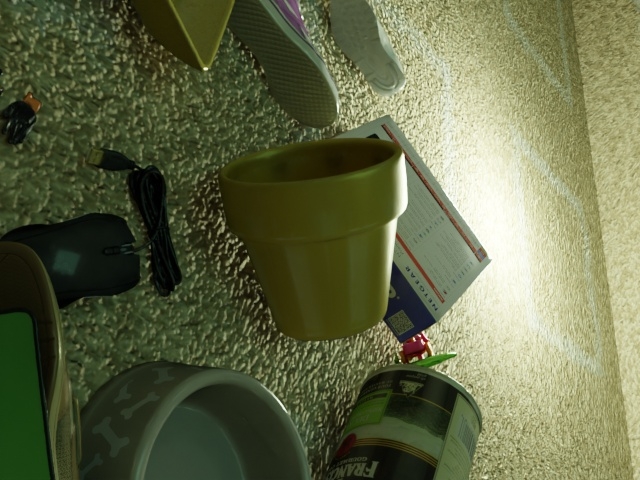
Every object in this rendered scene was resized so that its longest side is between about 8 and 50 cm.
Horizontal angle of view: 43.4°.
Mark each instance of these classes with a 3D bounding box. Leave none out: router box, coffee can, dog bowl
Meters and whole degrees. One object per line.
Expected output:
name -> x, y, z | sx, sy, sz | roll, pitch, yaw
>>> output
router box -> 0.125, -0.036, 1.366 | 0.335, 0.082, 0.301 | 55, 34, 2
coffee can -> 0.112, 0.347, 1.169 | 0.202, 0.201, 0.275 | 59, 35, -23
dog bowl -> -0.133, 0.304, 0.909 | 0.348, 0.102, 0.349 | 29, 53, -49

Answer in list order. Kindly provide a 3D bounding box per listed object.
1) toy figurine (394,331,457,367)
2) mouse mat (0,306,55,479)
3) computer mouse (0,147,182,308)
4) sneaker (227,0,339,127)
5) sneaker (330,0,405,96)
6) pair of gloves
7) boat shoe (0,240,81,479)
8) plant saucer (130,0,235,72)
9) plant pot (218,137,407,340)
toy figurine -> 0.155, 0.148, 1.420 | 0.173, 0.130, 0.159 | 38, 34, -73
mouse mat -> -0.307, 0.160, 0.681 | 0.007, 0.152, 0.190 | 111, -31, -81
computer mouse -> -0.247, -0.021, 0.905 | 0.262, 0.060, 0.184 | -3, 81, -57
sneaker -> -0.041, -0.330, 1.310 | 0.282, 0.102, 0.161 | 56, 34, -27
sneaker -> 0.088, -0.392, 1.560 | 0.235, 0.090, 0.095 | 58, 23, -30
pair of gloves -> -0.340, -0.146, 0.861 | 0.083, 0.010, 0.074 | 48, 40, -40
boat shoe -> -0.284, 0.174, 0.741 | 0.110, 0.121, 0.341 | 99, -14, -80
plant saucer -> -0.211, -0.437, 1.045 | 0.333, 0.080, 0.333 | 66, 25, -43
plant pot -> 0.000, 0.000, 1.123 | 0.254, 0.253, 0.239 | -35, 122, -56
